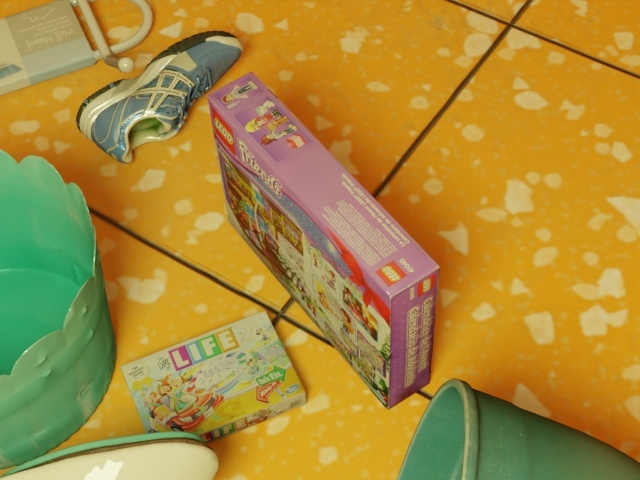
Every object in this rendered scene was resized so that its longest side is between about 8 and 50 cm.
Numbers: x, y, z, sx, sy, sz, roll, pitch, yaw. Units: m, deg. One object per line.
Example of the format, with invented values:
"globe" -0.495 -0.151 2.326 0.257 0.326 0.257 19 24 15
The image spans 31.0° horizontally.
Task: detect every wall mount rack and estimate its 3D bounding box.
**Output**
"wall mount rack" -0.355 -0.225 1.339 0.350 0.130 0.304 -21 56 -12

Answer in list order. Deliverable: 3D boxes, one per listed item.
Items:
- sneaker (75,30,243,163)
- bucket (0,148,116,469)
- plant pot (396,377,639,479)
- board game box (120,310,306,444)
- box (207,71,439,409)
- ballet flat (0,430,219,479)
"sneaker" -0.172 -0.163 1.324 0.211 0.080 0.081 -36 66 -11
"bucket" -0.328 0.071 1.086 0.281 0.183 0.281 -1 53 2
"plant pot" 0.186 0.271 0.878 0.255 0.272 0.272 17 55 -2
"board game box" -0.104 0.140 1.120 0.154 0.026 0.103 -21 55 -12
"box" 0.000 0.000 1.111 0.057 0.201 0.293 -31 58 -18
"ballet flat" -0.275 0.267 0.974 0.400 0.139 0.139 -12 54 2
